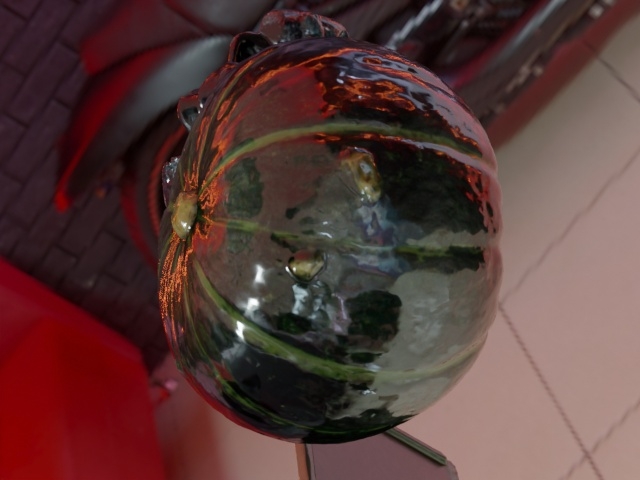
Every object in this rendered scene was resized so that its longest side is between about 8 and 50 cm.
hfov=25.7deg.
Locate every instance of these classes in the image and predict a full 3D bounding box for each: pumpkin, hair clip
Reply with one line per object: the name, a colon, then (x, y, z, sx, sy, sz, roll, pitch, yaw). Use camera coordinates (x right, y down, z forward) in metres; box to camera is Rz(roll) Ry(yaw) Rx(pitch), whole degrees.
pumpkin: (0.000, 0.000, 1.103, 0.323, 0.241, 0.323, -178, 90, -68)
hair clip: (-0.038, -0.073, 1.432, 0.194, 0.206, 0.310, -21, 87, 63)

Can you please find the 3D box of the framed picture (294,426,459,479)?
framed picture: (0.064, 0.240, 1.206, 0.019, 0.209, 0.281, -49, 23, 21)
